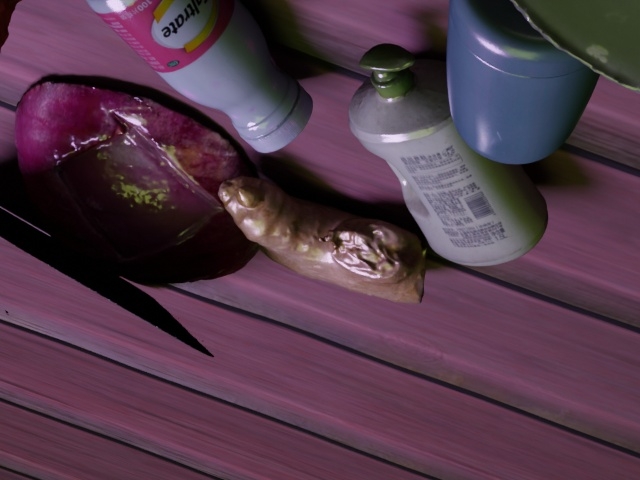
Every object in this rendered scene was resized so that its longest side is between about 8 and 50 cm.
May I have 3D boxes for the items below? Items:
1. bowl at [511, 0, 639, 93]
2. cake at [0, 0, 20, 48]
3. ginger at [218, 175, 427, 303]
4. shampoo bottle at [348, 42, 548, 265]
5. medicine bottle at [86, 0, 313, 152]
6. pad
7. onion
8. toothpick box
[{"bbox_3d":[0.258,-0.231,1.049,0.337,0.157,0.337,20,149,13],"label":"bowl"},{"bbox_3d":[-0.413,-0.226,1.382,0.269,0.270,0.319,11,149,17],"label":"cake"},{"bbox_3d":[0.000,0.002,1.697,0.213,0.074,0.137,16,159,-4],"label":"ginger"},{"bbox_3d":[0.096,-0.079,1.488,0.118,0.087,0.234,5,147,36],"label":"shampoo bottle"},{"bbox_3d":[-0.095,-0.162,1.469,0.090,0.090,0.216,-8,141,41],"label":"medicine bottle"},{"bbox_3d":[-0.224,0.066,1.785,0.315,0.063,0.375,30,180,-17],"label":"pad"},{"bbox_3d":[-0.189,-0.038,1.722,0.250,0.111,0.247,16,152,12],"label":"onion"},{"bbox_3d":[0.150,-0.138,1.326,0.120,0.120,0.184,17,154,7],"label":"toothpick box"}]
